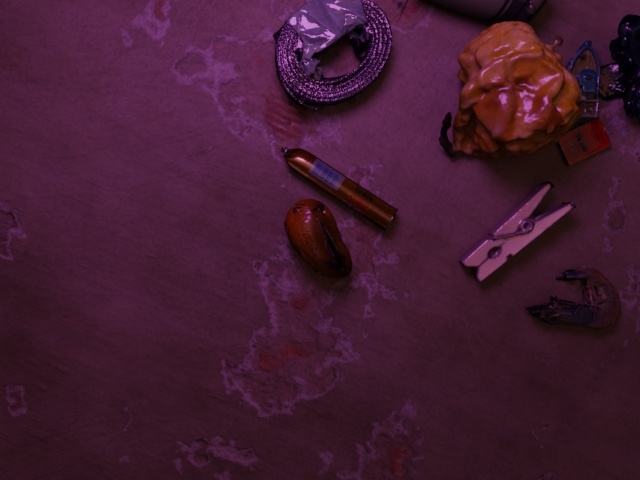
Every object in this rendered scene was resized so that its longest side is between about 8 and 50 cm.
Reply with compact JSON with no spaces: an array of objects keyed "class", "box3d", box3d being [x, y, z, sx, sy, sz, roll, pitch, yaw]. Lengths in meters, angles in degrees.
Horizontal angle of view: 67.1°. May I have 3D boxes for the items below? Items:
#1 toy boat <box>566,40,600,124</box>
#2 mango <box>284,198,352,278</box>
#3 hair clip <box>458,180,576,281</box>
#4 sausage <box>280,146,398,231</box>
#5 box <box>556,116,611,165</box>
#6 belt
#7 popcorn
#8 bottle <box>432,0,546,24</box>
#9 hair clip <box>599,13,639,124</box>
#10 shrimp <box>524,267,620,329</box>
[{"class":"toy boat","box3d":[0.715,-0.426,1.298,0.089,0.102,0.215,0,93,2]},{"class":"mango","box3d":[0.000,0.000,1.328,0.248,0.151,0.156,51,53,-13]},{"class":"hair clip","box3d":[0.543,-0.022,1.356,0.331,0.085,0.101,-42,93,6]},{"class":"sausage","box3d":[0.047,-0.155,1.341,0.372,0.082,0.082,32,95,-3]},{"class":"box","box3d":[0.739,-0.279,1.359,0.133,0.023,0.090,-25,94,2]},{"class":"belt","box3d":[0.034,-0.502,1.280,0.325,0.122,0.260,-29,100,2]},{"class":"popcorn","box3d":[0.463,-0.353,1.231,0.382,0.349,0.349,-38,96,29]},{"class":"bottle","box3d":[0.420,-0.664,1.246,0.347,0.168,0.168,19,96,-7]},{"class":"hair clip","box3d":[0.854,-0.440,1.253,0.195,0.206,0.310,-18,101,7]},{"class":"shrimp","box3d":[0.736,0.162,1.389,0.290,0.075,0.177,6,89,0]}]
